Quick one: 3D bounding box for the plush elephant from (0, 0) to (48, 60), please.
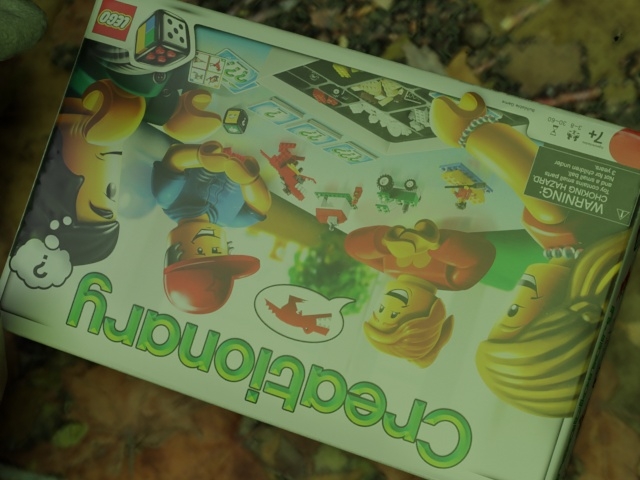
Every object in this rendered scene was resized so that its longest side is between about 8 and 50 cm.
[{"bbox_3d":[-0.269,-0.130,0.807,0.330,0.255,0.272,-44,76,4],"label":"plush elephant"}]

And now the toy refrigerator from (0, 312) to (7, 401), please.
[{"bbox_3d":[-0.298,0.060,0.789,0.270,0.094,0.102,7,48,2],"label":"toy refrigerator"}]

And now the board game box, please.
[{"bbox_3d":[0.000,0.000,0.832,0.305,0.053,0.193,17,87,14],"label":"board game box"}]
